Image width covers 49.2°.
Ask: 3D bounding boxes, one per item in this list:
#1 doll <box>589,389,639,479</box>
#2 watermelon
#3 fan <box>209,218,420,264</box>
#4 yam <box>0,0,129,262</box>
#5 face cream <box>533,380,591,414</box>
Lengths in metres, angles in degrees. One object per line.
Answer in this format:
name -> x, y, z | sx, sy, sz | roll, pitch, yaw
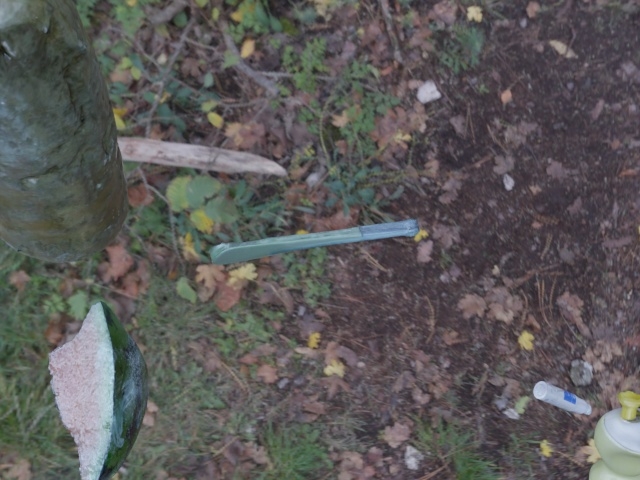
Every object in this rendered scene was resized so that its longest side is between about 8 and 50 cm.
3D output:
doll -> 0.600, 0.420, 1.378 | 0.142, 0.296, 0.117 | 5, 40, 3
watermelon -> -0.205, 0.156, 0.677 | 0.080, 0.101, 0.155 | -25, 60, 9
fan -> 0.000, 0.000, 0.607 | 0.193, 0.038, 0.016 | -8, 77, -19
yam -> -0.219, -0.086, 0.524 | 0.133, 0.330, 0.133 | 4, 70, -10
face cream -> 0.453, 0.296, 1.298 | 0.034, 0.130, 0.034 | -44, 31, 37
